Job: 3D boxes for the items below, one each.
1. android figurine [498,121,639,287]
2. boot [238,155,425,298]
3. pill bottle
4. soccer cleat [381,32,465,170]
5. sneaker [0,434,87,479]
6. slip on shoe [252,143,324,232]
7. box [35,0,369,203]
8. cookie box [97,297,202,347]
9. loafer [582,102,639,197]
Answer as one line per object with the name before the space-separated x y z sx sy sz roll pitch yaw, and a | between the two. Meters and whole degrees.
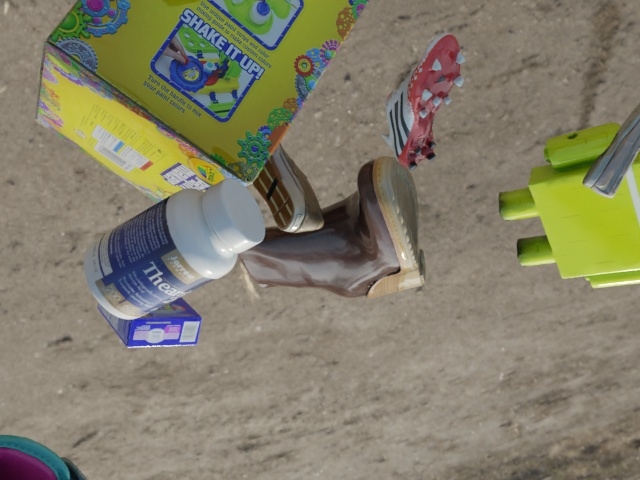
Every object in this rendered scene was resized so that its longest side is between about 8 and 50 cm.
android figurine | 0.383 -0.037 0.898 0.272 0.056 0.248 -13 120 32
boot | 0.000 0.000 0.719 0.206 0.090 0.248 -1 153 12
pill bottle | -0.101 0.004 0.483 0.120 0.067 0.067 -26 143 21
soccer cleat | 0.049 -0.073 0.353 0.029 0.036 0.083 -25 148 -23
sneaker | -0.230 0.165 0.399 0.123 0.295 0.179 -7 131 -54
slip on shoe | -0.035 -0.060 0.689 0.041 0.135 0.051 5 129 -34
box | -0.108 -0.197 0.641 0.177 0.279 0.290 35 166 -19
cookie box | -0.210 0.088 0.835 0.091 0.107 0.040 4 108 -38
loafer | 0.348 -0.106 0.770 0.125 0.039 0.045 -58 174 20
